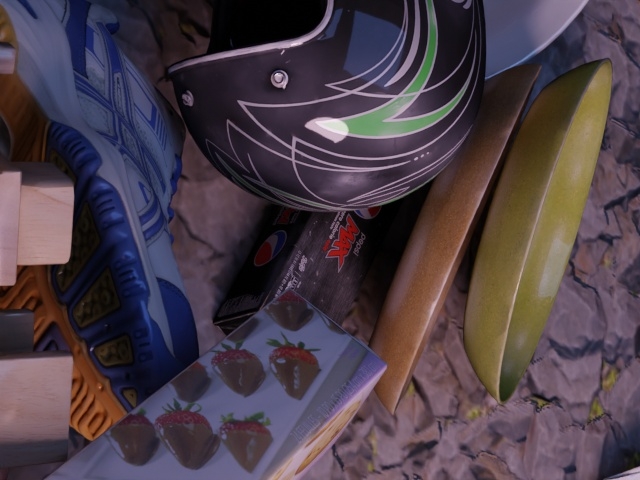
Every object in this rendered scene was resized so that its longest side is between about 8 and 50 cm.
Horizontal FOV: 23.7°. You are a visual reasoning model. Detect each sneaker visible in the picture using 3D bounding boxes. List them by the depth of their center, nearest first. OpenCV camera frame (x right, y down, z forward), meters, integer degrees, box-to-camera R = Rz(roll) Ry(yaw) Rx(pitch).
[{"bbox_3d":[-0.110,-0.030,0.803,0.131,0.112,0.296,2,54,-46],"label":"sneaker"}]

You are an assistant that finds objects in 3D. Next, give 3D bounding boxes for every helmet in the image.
[{"bbox_3d":[0.006,-0.094,0.837,0.169,0.169,0.162,26,75,-33],"label":"helmet"}]

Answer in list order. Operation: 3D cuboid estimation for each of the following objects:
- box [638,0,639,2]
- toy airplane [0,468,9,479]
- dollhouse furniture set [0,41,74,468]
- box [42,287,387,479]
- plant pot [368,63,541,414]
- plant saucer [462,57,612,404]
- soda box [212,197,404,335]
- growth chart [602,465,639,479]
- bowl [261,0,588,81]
[{"bbox_3d":[0.338,-0.273,1.328,0.201,0.021,0.164,2,79,-39],"label":"box"},{"bbox_3d":[-0.126,0.282,0.668,0.386,0.272,0.384,13,39,-23],"label":"toy airplane"},{"bbox_3d":[-0.219,-0.116,0.633,0.173,0.303,0.356,-2,107,-28],"label":"dollhouse furniture set"},{"bbox_3d":[-0.080,0.118,0.608,0.063,0.067,0.324,37,35,11],"label":"box"},{"bbox_3d":[0.078,-0.006,0.954,0.032,0.236,0.236,24,60,7],"label":"plant pot"},{"bbox_3d":[0.142,-0.010,1.024,0.241,0.037,0.241,17,90,-75],"label":"plant saucer"},{"bbox_3d":[0.000,0.000,0.972,0.060,0.053,0.169,43,57,-25],"label":"soda box"},{"bbox_3d":[0.291,0.223,1.116,0.237,0.021,0.172,-22,89,-8],"label":"growth chart"},{"bbox_3d":[0.043,-0.248,0.979,0.297,0.134,0.298,-5,104,-22],"label":"bowl"}]
